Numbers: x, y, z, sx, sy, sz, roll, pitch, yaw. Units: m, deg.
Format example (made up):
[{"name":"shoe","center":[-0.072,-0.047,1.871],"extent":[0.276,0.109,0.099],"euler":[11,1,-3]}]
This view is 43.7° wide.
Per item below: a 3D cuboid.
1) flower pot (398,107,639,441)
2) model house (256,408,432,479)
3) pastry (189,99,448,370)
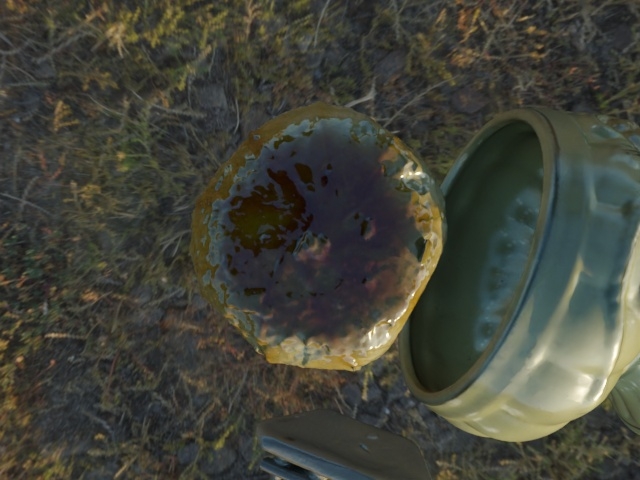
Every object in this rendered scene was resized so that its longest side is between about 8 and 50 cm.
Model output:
[{"name":"flower pot","center":[0.235,0.044,0.722],"extent":[0.244,0.307,0.308],"euler":[18,92,-12]},{"name":"model house","center":[0.022,0.315,1.027],"extent":[0.229,0.122,0.188],"euler":[18,125,8]},{"name":"pastry","center":[0.000,0.000,0.600],"extent":[0.182,0.093,0.192],"euler":[40,93,6]}]
